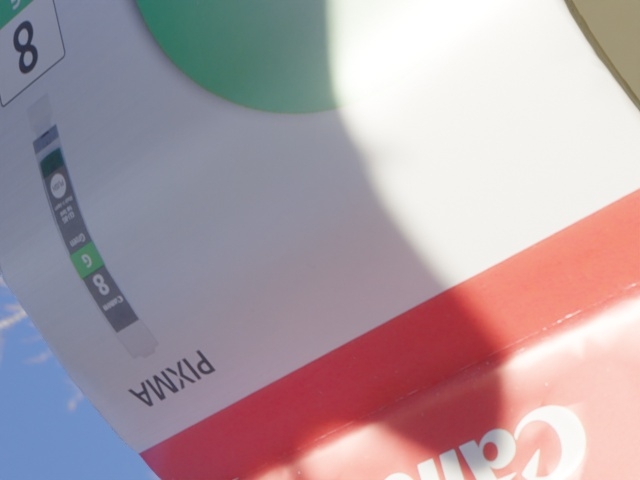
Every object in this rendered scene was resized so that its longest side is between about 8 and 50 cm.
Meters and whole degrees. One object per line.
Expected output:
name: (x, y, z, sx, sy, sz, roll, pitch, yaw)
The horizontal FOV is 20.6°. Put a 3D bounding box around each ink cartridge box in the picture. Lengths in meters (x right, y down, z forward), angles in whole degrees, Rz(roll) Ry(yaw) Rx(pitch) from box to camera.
ink cartridge box: (0.000, 0.000, 0.393, 0.056, 0.181, 0.225, 7, -118, -44)
